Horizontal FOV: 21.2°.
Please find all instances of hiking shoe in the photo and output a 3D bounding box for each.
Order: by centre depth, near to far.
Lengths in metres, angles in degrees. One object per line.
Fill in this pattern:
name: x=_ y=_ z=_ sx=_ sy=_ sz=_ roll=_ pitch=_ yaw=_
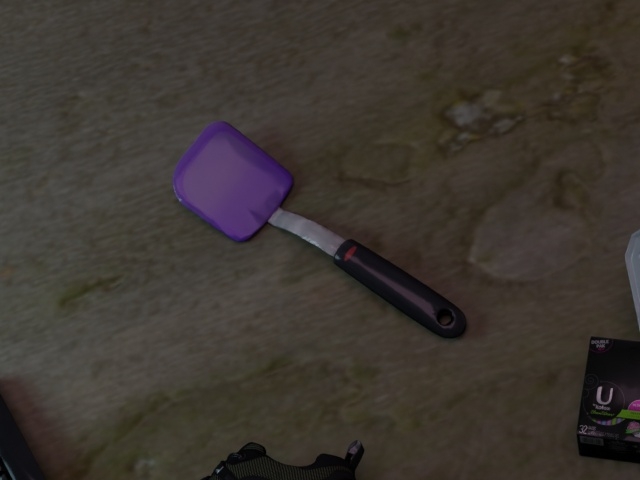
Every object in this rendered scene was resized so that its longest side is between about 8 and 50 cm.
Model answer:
hiking shoe: x=-0.070 y=0.218 z=1.337 sx=0.227 sy=0.086 sz=0.114 roll=-10 pitch=38 yaw=14

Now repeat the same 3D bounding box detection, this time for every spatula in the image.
spatula: x=0.000 y=0.000 z=1.448 sx=0.296 sy=0.030 sz=0.084 roll=33 pitch=75 yaw=23

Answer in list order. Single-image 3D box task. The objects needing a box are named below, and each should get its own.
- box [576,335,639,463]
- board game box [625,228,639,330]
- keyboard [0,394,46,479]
box: x=0.235 y=0.124 z=1.326 sx=0.062 sy=0.052 sz=0.083 roll=7 pitch=65 yaw=14
board game box: x=0.369 y=0.115 z=1.119 sx=0.050 sy=0.390 sz=0.390 roll=1 pitch=69 yaw=-28
keyboard: x=-0.298 y=0.258 z=1.363 sx=0.201 sy=0.033 sz=0.317 roll=-36 pitch=56 yaw=0
